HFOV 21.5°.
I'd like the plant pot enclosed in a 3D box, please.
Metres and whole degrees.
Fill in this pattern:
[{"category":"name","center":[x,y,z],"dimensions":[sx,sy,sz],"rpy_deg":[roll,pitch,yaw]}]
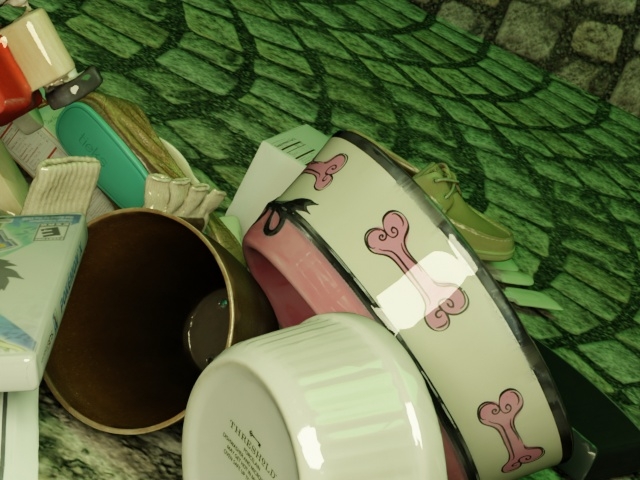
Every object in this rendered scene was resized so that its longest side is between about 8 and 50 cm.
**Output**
[{"category":"plant pot","center":[-0.137,0.089,1.689],"dimensions":[0.215,0.215,0.230],"rpy_deg":[37,7,22]}]

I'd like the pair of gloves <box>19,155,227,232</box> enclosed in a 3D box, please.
[{"category":"pair of gloves","center":[-0.222,0.014,1.713],"dimensions":[0.240,0.204,0.042],"rpy_deg":[6,30,-45]}]

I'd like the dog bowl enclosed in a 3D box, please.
[{"category":"dog bowl","center":[0.073,0.096,1.709],"dimensions":[0.408,0.150,0.408],"rpy_deg":[53,-11,14]}]

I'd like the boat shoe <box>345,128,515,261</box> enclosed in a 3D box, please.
[{"category":"boat shoe","center":[0.152,-0.065,2.440],"dimensions":[0.302,0.098,0.109],"rpy_deg":[27,19,12]}]

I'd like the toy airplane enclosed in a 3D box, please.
[{"category":"toy airplane","center":[-0.400,-0.149,1.750],"dimensions":[0.386,0.272,0.384],"rpy_deg":[48,-14,30]}]

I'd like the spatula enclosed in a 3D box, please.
[{"category":"spatula","center":[0.215,0.045,2.412],"dimensions":[0.242,0.019,0.168],"rpy_deg":[8,30,-32]}]

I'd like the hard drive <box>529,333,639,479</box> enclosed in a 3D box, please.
[{"category":"hard drive","center":[0.283,0.198,2.092],"dimensions":[0.172,0.054,0.255],"rpy_deg":[0,34,-50]}]

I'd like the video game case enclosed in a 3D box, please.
[{"category":"video game case","center":[-0.386,0.052,1.469],"dimensions":[0.329,0.036,0.300],"rpy_deg":[-2,24,1]}]

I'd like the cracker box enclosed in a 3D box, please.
[{"category":"cracker box","center":[-0.269,-0.089,2.015],"dimensions":[0.232,0.067,0.156],"rpy_deg":[44,24,5]}]

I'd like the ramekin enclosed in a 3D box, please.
[{"category":"ramekin","center":[-0.018,0.201,1.476],"dimensions":[0.127,0.273,0.273],"rpy_deg":[-5,36,-32]}]

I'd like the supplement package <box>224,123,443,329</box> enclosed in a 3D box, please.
[{"category":"supplement package","center":[0.000,0.000,2.016],"dimensions":[0.203,0.194,0.149],"rpy_deg":[33,22,12]}]

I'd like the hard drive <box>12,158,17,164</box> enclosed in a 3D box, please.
[{"category":"hard drive","center":[-0.515,-0.137,1.922],"dimensions":[0.233,0.047,0.353],"rpy_deg":[34,22,14]}]

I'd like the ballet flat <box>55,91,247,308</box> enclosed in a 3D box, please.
[{"category":"ballet flat","center":[-0.164,-0.031,1.895],"dimensions":[0.342,0.116,0.124],"rpy_deg":[52,33,11]}]

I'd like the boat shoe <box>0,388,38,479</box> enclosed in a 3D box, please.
[{"category":"boat shoe","center":[-0.316,0.131,1.453],"dimensions":[0.119,0.121,0.335],"rpy_deg":[21,24,-27]}]
